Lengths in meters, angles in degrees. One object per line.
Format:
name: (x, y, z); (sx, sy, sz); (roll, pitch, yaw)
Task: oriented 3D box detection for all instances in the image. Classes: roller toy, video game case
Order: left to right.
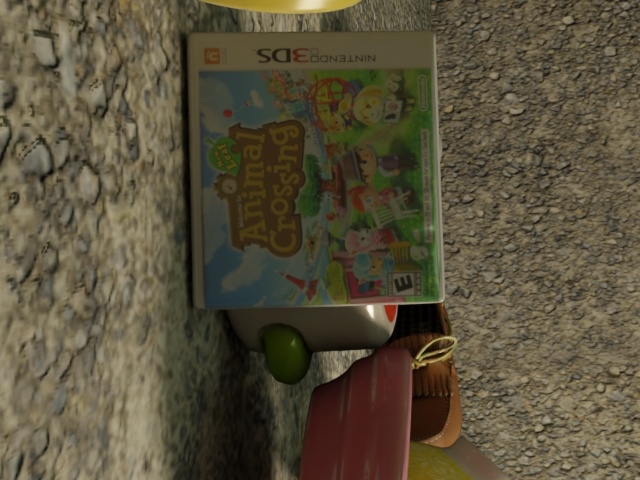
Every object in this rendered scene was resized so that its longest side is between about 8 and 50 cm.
video game case: (-0.004, -0.055, 0.960); (0.023, 0.193, 0.213); (149, -60, -84)
roller toy: (0.000, 0.000, 1.091); (0.191, 0.146, 0.209); (-74, 158, -62)

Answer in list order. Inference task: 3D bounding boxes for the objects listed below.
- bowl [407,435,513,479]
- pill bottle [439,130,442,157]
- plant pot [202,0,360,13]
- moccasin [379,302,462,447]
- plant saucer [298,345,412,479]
bowl: (0.141, 0.304, 1.342); (0.156, 0.289, 0.289); (-47, 163, -3)
pill bottle: (0.087, -0.130, 1.645); (0.229, 0.131, 0.131); (-4, 91, -80)
plant pot: (-0.028, -0.283, 0.790); (0.254, 0.254, 0.239); (-73, 173, -62)
moccasin: (0.154, 0.191, 1.932); (0.380, 0.139, 0.147); (-74, 153, -53)
plant saucer: (0.020, 0.252, 1.045); (0.332, 0.084, 0.332); (6, 90, -87)
